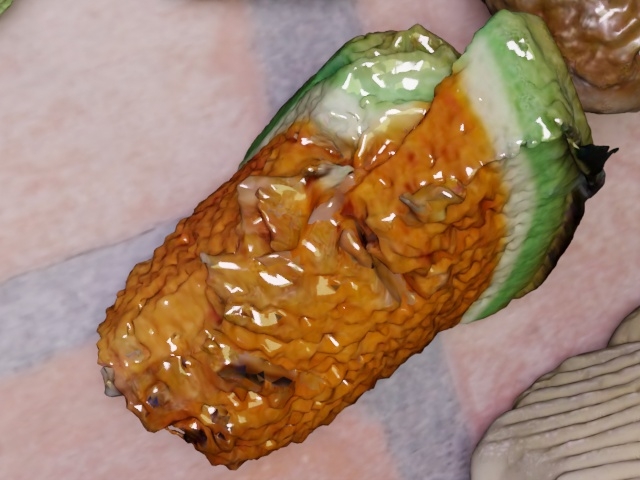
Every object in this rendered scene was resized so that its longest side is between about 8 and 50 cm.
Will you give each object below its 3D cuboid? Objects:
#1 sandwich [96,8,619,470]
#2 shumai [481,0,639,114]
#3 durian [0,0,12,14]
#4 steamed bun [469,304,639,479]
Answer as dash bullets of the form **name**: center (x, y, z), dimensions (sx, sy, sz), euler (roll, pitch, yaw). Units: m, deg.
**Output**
- **sandwich**: center (0.000, 0.000, 0.598), dimensions (0.301, 0.250, 0.162), euler (-32, 66, -4)
- **shumai**: center (0.154, -0.250, 0.627), dimensions (0.283, 0.217, 0.346), euler (23, 74, 9)
- **durian**: center (-0.209, -0.157, 0.508), dimensions (0.250, 0.101, 0.139), euler (-46, 112, -8)
- **steamed bun**: center (0.282, 0.178, 0.646), dimensions (0.310, 0.324, 0.219), euler (-31, 113, -4)
